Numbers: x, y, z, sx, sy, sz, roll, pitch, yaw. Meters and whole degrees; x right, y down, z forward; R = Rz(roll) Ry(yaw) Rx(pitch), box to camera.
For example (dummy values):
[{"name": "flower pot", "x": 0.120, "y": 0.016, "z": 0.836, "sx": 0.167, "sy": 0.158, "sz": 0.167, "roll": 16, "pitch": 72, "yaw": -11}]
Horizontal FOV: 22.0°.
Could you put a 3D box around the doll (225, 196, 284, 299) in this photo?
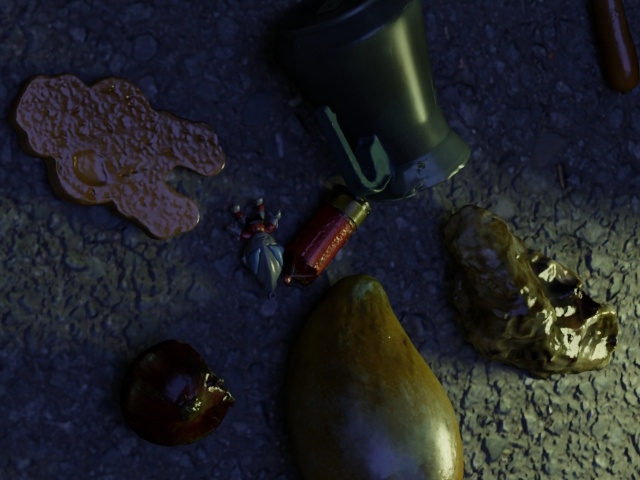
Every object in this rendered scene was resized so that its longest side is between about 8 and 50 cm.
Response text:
[{"name": "doll", "x": -0.064, "y": 0.011, "z": 1.823, "sx": 0.057, "sy": 0.039, "sz": 0.114, "roll": -19, "pitch": 95, "yaw": -39}]

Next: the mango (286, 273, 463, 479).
[{"name": "mango", "x": 0.058, "y": 0.195, "z": 1.834, "sx": 0.192, "sy": 0.146, "sz": 0.316, "roll": -11, "pitch": 87, "yaw": -28}]

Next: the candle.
[{"name": "candle", "x": 0.000, "y": 0.000, "z": 1.848, "sx": 0.052, "sy": 0.052, "sz": 0.131, "roll": 43, "pitch": 75, "yaw": -21}]

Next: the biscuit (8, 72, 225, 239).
[{"name": "biscuit", "x": -0.219, "y": -0.097, "z": 1.748, "sx": 0.236, "sy": 0.040, "sz": 0.144, "roll": 27, "pitch": 74, "yaw": -22}]

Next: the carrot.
[{"name": "carrot", "x": 0.347, "y": -0.298, "z": 2.008, "sx": 0.043, "sy": 0.043, "sz": 0.248, "roll": -17, "pitch": 97, "yaw": -24}]

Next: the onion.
[{"name": "onion", "x": -0.157, "y": 0.166, "z": 1.746, "sx": 0.118, "sy": 0.118, "sz": 0.117, "roll": -42, "pitch": 112, "yaw": -18}]

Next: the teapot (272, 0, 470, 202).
[{"name": "teapot", "x": 0.055, "y": -0.158, "z": 1.801, "sx": 0.225, "sy": 0.171, "sz": 0.203, "roll": 62, "pitch": 38, "yaw": -20}]

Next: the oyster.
[{"name": "oyster", "x": 0.264, "y": 0.074, "z": 1.960, "sx": 0.294, "sy": 0.094, "sz": 0.166, "roll": 20, "pitch": 75, "yaw": -31}]
